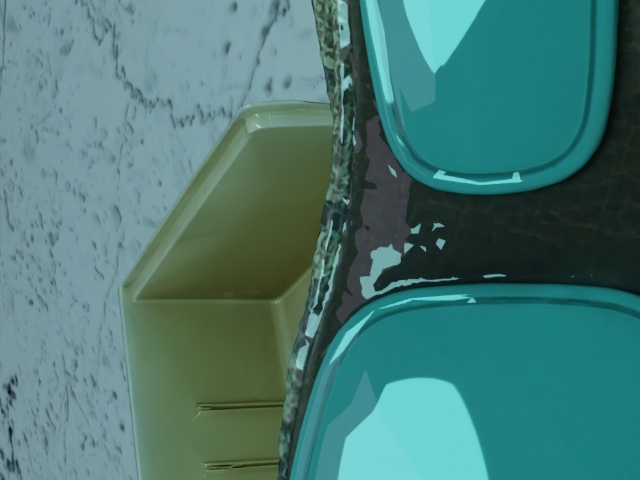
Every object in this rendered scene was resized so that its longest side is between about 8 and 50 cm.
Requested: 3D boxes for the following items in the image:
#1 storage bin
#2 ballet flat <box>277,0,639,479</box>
[{"bbox_3d":[-0.011,0.097,0.620,0.260,0.123,0.262,133,133,-54],"label":"storage bin"},{"bbox_3d":[0.074,-0.002,0.425,0.164,0.182,0.482,1,92,18],"label":"ballet flat"}]
